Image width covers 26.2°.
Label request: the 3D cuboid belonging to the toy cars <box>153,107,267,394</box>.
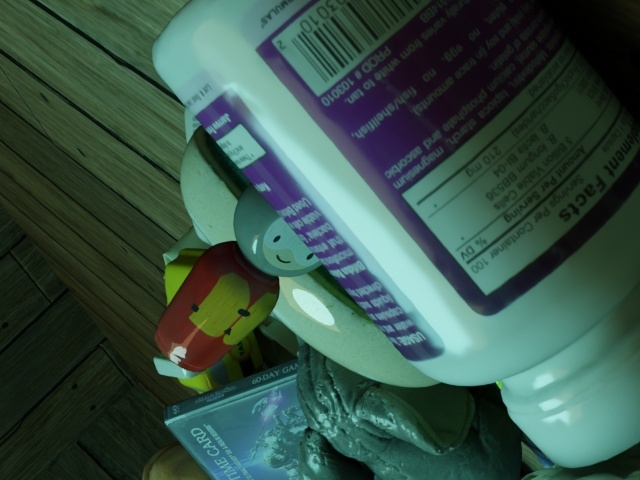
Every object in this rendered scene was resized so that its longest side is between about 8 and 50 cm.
[{"bbox_3d":[-0.094,0.036,1.253,0.176,0.087,0.394,44,143,27],"label":"toy cars"}]

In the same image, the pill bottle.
[{"bbox_3d":[0.071,-0.035,0.700,0.301,0.169,0.169,49,166,-7],"label":"pill bottle"}]

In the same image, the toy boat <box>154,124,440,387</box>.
[{"bbox_3d":[0.000,0.000,0.972,0.267,0.148,0.318,43,-160,8],"label":"toy boat"}]

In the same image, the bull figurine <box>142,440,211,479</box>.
[{"bbox_3d":[-0.043,0.303,1.441,0.310,0.188,0.101,42,166,11],"label":"bull figurine"}]

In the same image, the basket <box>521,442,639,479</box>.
[{"bbox_3d":[0.231,0.184,0.708,0.255,0.289,0.201,162,95,-74],"label":"basket"}]

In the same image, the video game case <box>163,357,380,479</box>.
[{"bbox_3d":[0.018,0.172,1.296,0.026,0.274,0.196,-100,-15,-44],"label":"video game case"}]

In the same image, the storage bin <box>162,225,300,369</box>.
[{"bbox_3d":[-0.013,0.110,1.457,0.262,0.123,0.260,35,162,38],"label":"storage bin"}]

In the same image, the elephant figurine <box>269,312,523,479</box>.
[{"bbox_3d":[0.047,0.142,1.122,0.239,0.169,0.186,15,-172,-38],"label":"elephant figurine"}]

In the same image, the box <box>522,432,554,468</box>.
[{"bbox_3d":[0.250,0.221,1.172,0.178,0.042,0.109,53,163,-25],"label":"box"}]

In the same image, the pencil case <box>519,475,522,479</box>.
[{"bbox_3d":[0.244,0.400,1.445,0.386,0.160,0.167,50,148,-10],"label":"pencil case"}]

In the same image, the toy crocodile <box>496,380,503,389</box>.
[{"bbox_3d":[0.109,-0.004,0.844,0.340,0.105,0.115,47,-161,-3],"label":"toy crocodile"}]
